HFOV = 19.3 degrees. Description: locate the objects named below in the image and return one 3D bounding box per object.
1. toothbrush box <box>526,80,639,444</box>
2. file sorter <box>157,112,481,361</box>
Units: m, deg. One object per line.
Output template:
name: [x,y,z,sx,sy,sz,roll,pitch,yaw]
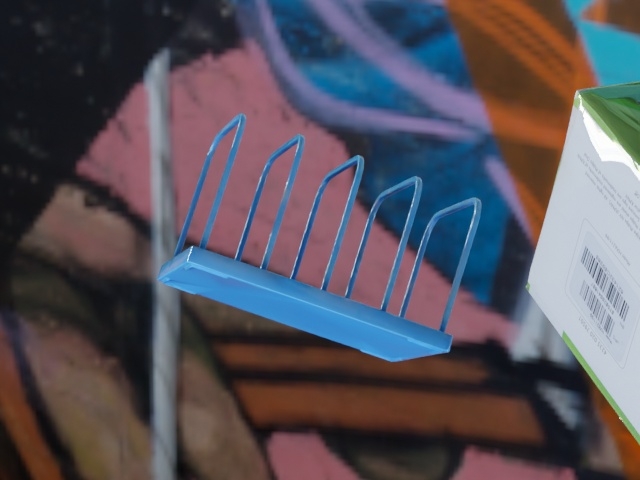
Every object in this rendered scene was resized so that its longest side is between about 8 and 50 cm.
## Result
toothbrush box: [0.268,0.019,0.832,0.283,0.122,0.206,-11,-138,-22]
file sorter: [0.000,0.000,1.189,0.170,0.118,0.104,19,-101,-11]
